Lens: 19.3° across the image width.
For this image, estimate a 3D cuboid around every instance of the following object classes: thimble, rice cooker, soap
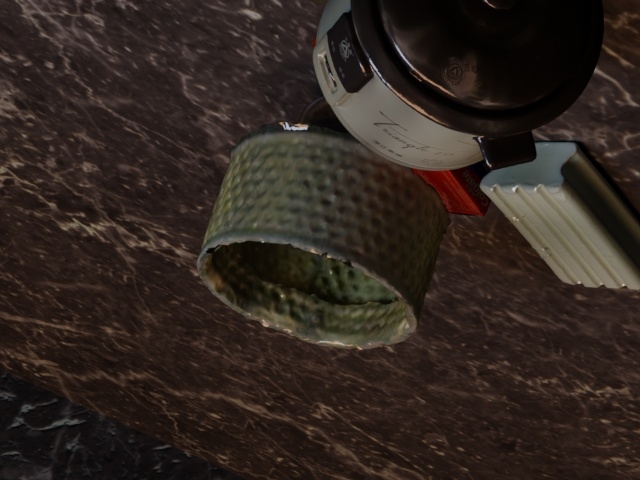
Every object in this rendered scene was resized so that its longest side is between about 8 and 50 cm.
[{"bbox_3d":[0.000,0.000,2.142,0.271,0.150,0.271,14,154,7],"label":"thimble"},{"bbox_3d":[0.124,-0.193,1.735,0.241,0.280,0.227,-11,170,-19],"label":"rice cooker"},{"bbox_3d":[0.283,-0.026,2.122,0.119,0.066,0.198,3,147,45],"label":"soap"}]

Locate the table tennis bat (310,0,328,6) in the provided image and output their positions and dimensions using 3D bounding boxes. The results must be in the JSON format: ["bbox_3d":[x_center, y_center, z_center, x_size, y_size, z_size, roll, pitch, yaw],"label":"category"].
[{"bbox_3d":[-0.053,-0.310,1.957,0.234,0.022,0.131,28,158,-7],"label":"table tennis bat"}]

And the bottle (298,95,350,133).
[{"bbox_3d":[0.036,-0.054,2.292,0.093,0.093,0.330,20,155,16],"label":"bottle"}]

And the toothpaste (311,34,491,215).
[{"bbox_3d":[0.102,-0.144,2.047,0.066,0.076,0.320,7,151,37],"label":"toothpaste"}]
